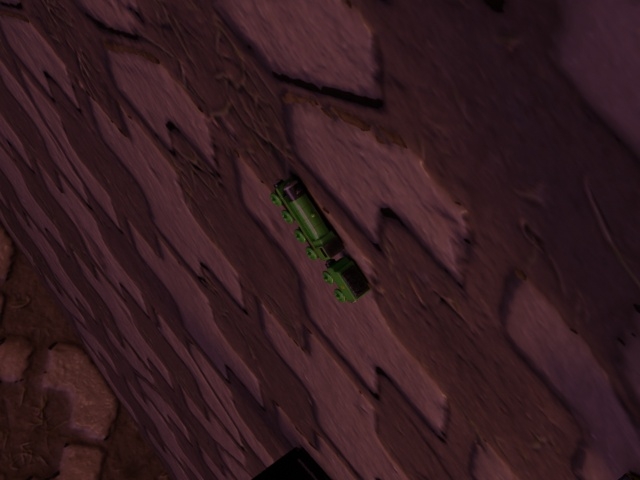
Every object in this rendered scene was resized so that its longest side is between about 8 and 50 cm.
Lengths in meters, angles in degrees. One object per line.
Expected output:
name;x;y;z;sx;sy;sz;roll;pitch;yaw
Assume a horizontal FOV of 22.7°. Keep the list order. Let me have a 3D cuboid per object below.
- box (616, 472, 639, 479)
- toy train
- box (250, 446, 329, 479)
box;0.169;0.189;0.711;0.169;0.054;0.059;59;165;-15
toy train;0.000;0.000;0.901;0.083;0.017;0.023;57;156;-9
box;-0.019;0.296;1.392;0.180;0.147;0.077;45;164;36
